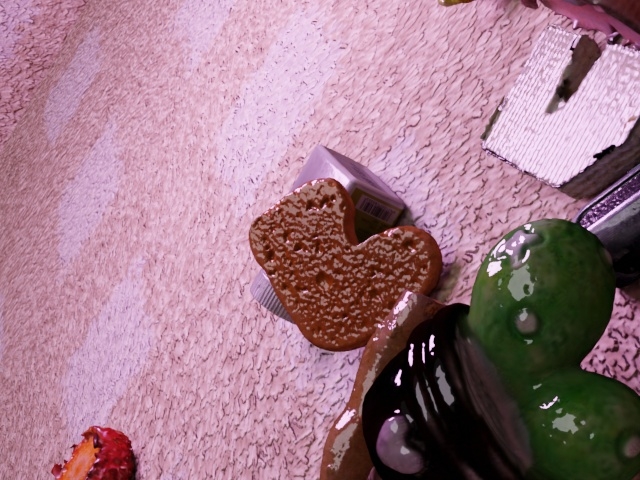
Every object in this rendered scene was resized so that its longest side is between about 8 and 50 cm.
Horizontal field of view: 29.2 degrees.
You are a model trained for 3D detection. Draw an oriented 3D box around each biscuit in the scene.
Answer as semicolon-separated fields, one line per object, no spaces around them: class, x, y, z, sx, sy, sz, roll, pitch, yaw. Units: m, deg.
biscuit;0.238;-0.118;1.134;0.147;0.046;0.250;-62;21;6
biscuit;0.028;0.015;1.322;0.186;0.036;0.192;-40;73;24

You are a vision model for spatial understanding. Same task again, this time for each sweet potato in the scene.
sweet potato;0.045;0.182;1.241;0.281;0.059;0.067;-65;18;-2

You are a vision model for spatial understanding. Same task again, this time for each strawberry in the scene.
strawberry;-0.317;0.330;1.724;0.145;0.086;0.145;-38;39;39

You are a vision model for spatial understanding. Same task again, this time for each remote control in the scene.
remote control;0.299;-0.060;0.983;0.266;0.066;0.090;-46;34;33

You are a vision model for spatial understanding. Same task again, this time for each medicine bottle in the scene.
medicine bottle;0.000;0.000;1.433;0.188;0.088;0.132;-59;31;12

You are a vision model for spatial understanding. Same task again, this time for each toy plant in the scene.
toy plant;0.153;0.114;0.988;0.235;0.175;0.218;-31;68;23

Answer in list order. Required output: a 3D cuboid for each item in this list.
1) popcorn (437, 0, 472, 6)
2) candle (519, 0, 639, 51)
popcorn;0.165;-0.316;1.391;0.089;0.097;0.109;-45;43;40
candle;0.224;-0.278;1.130;0.317;0.287;0.131;34;98;18
